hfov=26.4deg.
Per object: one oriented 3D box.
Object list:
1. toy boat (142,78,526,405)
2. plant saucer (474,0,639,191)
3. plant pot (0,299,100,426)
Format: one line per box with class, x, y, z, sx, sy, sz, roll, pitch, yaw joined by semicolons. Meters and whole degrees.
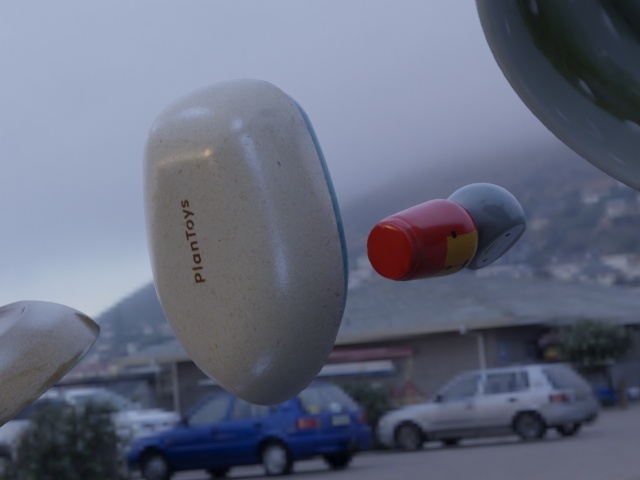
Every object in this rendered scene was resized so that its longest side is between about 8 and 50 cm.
toy boat;0.000;0.000;1.080;0.318;0.268;0.148;-1;9;41
plant saucer;0.296;-0.157;0.830;0.400;0.101;0.400;17;-32;11
plant pot;-0.223;0.092;0.700;0.236;0.032;0.236;-27;10;5
